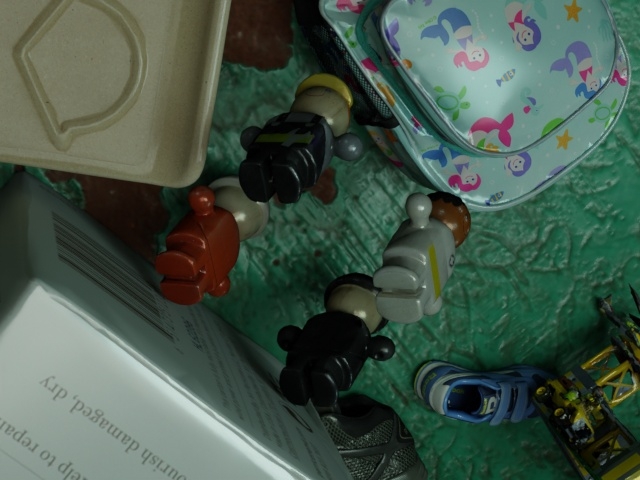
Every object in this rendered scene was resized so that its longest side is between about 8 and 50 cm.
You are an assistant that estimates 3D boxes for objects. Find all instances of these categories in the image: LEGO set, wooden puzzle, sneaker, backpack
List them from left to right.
[{"bbox_3d":[-0.240,-0.224,1.179,0.347,0.080,0.322,9,100,-5],"label":"wooden puzzle"},{"bbox_3d":[-0.026,0.207,1.354,0.227,0.087,0.130,-25,107,-7],"label":"sneaker"},{"bbox_3d":[0.130,-0.155,1.233,0.225,0.191,0.253,-36,115,-9],"label":"backpack"},{"bbox_3d":[0.161,0.145,1.387,0.144,0.059,0.053,3,103,-14],"label":"sneaker"},{"bbox_3d":[0.349,0.209,1.350,0.192,0.255,0.331,-35,113,-1],"label":"LEGO set"}]

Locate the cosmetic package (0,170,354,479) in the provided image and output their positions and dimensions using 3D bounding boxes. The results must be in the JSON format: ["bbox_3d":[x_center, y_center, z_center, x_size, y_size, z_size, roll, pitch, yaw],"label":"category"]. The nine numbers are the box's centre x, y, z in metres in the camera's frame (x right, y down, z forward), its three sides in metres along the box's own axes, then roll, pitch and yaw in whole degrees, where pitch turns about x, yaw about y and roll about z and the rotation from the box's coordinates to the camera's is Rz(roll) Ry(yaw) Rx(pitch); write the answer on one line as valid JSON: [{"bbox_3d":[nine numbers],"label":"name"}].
[{"bbox_3d":[-0.226,0.219,1.185,0.327,0.329,0.394,39,96,-20],"label":"cosmetic package"}]

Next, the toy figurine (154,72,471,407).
[{"bbox_3d":[0.000,0.000,1.205,0.213,0.148,0.209,39,128,-3],"label":"toy figurine"}]
